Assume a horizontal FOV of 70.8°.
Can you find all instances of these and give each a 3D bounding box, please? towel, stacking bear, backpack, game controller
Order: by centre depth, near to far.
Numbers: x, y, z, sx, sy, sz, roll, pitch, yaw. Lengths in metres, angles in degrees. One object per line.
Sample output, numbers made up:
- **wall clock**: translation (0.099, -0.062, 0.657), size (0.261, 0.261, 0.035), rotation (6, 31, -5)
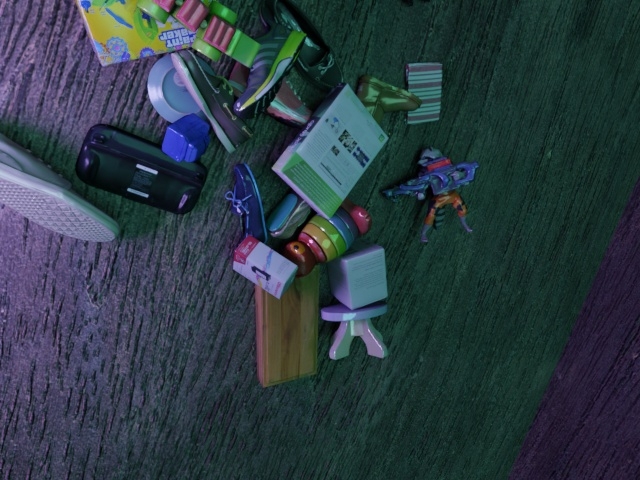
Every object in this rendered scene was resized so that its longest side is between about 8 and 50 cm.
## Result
- **backpack**: translation (-0.345, -0.269, 1.193), size (0.101, 0.120, 0.098), rotation (37, 132, -7)
- **game controller**: translation (-0.470, -0.181, 1.206), size (0.319, 0.067, 0.167), rotation (20, 110, -30)
- **stacking bear**: translation (0.000, 0.000, 1.422), size (0.289, 0.175, 0.164), rotation (-40, 155, -18)
- **towel**: translation (0.350, -0.501, 1.538), size (0.144, 0.029, 0.197), rotation (-12, 114, -23)

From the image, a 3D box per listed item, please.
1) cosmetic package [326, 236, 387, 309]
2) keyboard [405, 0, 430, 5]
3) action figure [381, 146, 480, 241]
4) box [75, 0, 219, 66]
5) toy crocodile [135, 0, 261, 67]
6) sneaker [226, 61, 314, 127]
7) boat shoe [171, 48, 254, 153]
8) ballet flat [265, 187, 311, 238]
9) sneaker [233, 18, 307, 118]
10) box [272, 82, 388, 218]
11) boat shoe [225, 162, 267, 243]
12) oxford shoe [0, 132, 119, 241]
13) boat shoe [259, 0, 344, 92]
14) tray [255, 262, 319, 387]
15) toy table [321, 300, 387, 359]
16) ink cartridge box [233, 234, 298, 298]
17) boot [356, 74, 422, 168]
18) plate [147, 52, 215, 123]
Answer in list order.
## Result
- **cosmetic package**: translation (0.123, 0.108, 1.540), size (0.151, 0.151, 0.184), rotation (-17, 114, -22)
- **keyboard**: translation (0.272, -0.795, 1.407), size (0.180, 0.023, 0.108), rotation (4, 97, -27)
- **action figure**: translation (0.388, -0.170, 1.621), size (0.340, 0.178, 0.331), rotation (-9, 105, 4)
- **box**: translation (-0.401, -0.576, 1.007), size (0.289, 0.177, 0.279), rotation (-22, 127, -20)
- **toy crocodile**: translation (-0.271, -0.482, 0.962), size (0.340, 0.105, 0.115), rotation (25, 103, -41)
- **sneaker**: translation (-0.111, -0.413, 1.276), size (0.313, 0.116, 0.136), rotation (18, 96, -30)
- **boat shoe**: translation (-0.266, -0.359, 1.154), size (0.096, 0.117, 0.324), rotation (-33, 147, -5)
- **ballet flat**: translation (-0.051, -0.136, 1.417), size (0.316, 0.107, 0.106), rotation (-50, 141, 1)
- **sneaker**: translation (-0.152, -0.444, 1.169), size (0.121, 0.111, 0.300), rotation (29, 70, -4)
- **box**: translation (0.037, -0.257, 1.316), size (0.232, 0.058, 0.322), rotation (43, 78, -35)
- **boat shoe**: translation (-0.221, -0.094, 1.327), size (0.088, 0.109, 0.259), rotation (-18, 111, -17)
- **oxford shoe**: translation (-0.679, -0.137, 1.063), size (0.449, 0.169, 0.130), rotation (34, 44, -33)
- **boat shoe**: translation (-0.038, -0.548, 1.281), size (0.335, 0.095, 0.112), rotation (41, 85, -31)
- **tray**: translation (-0.110, 0.279, 1.521), size (0.202, 0.076, 0.412), rotation (-7, 108, -25)
- **toy table**: translation (0.122, 0.305, 1.567), size (0.274, 0.252, 0.161), rotation (-4, 93, -31)
- **ink cartridge box**: translation (-0.165, 0.080, 1.333), size (0.175, 0.127, 0.072), rotation (33, 58, 6)
- **boot**: translation (0.181, -0.365, 1.460), size (0.235, 0.089, 0.270), rotation (16, 97, -15)
- **plate**: translation (-0.361, -0.402, 1.203), size (0.188, 0.024, 0.188), rotation (-9, 110, -24)
